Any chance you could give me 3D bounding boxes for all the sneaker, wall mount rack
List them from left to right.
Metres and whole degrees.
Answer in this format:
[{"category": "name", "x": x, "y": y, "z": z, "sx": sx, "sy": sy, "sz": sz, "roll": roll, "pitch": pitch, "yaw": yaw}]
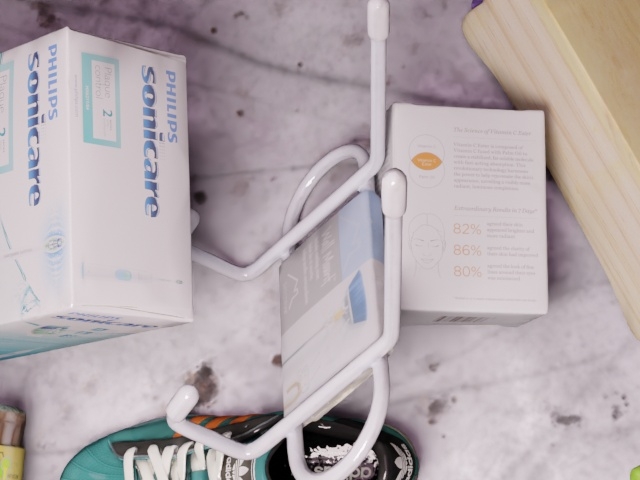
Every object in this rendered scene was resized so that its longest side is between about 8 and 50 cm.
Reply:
[{"category": "sneaker", "x": -0.073, "y": 0.185, "z": 1.479, "sx": 0.302, "sy": 0.121, "sz": 0.108, "roll": -7, "pitch": 79, "yaw": 5}, {"category": "wall mount rack", "x": 0.000, "y": 0.000, "z": 1.391, "sx": 0.304, "sy": 0.130, "sz": 0.350, "roll": -43, "pitch": 32, "yaw": 31}]

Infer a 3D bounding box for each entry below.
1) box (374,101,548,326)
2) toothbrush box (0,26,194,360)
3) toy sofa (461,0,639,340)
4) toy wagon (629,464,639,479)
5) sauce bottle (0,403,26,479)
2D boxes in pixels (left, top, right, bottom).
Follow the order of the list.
[{"category": "box", "x": 0.112, "y": -0.019, "z": 1.497, "sx": 0.130, "sy": 0.091, "sz": 0.170, "roll": 3, "pitch": 79, "yaw": -10}, {"category": "toothbrush box", "x": -0.242, "y": -0.024, "z": 1.458, "sx": 0.295, "sy": 0.126, "sz": 0.216, "roll": -11, "pitch": 76, "yaw": 42}, {"category": "toy sofa", "x": 0.277, "y": -0.107, "z": 1.499, "sx": 0.150, "sy": 0.177, "sz": 0.362, "roll": -23, "pitch": 77, "yaw": -24}, {"category": "toy wagon", "x": 0.402, "y": 0.229, "z": 1.414, "sx": 0.267, "sy": 0.068, "sz": 0.344, "roll": -26, "pitch": 98, "yaw": -10}, {"category": "sauce bottle", "x": -0.308, "y": 0.302, "z": 1.489, "sx": 0.111, "sy": 0.111, "sz": 0.344, "roll": 2, "pitch": 80, "yaw": 6}]
